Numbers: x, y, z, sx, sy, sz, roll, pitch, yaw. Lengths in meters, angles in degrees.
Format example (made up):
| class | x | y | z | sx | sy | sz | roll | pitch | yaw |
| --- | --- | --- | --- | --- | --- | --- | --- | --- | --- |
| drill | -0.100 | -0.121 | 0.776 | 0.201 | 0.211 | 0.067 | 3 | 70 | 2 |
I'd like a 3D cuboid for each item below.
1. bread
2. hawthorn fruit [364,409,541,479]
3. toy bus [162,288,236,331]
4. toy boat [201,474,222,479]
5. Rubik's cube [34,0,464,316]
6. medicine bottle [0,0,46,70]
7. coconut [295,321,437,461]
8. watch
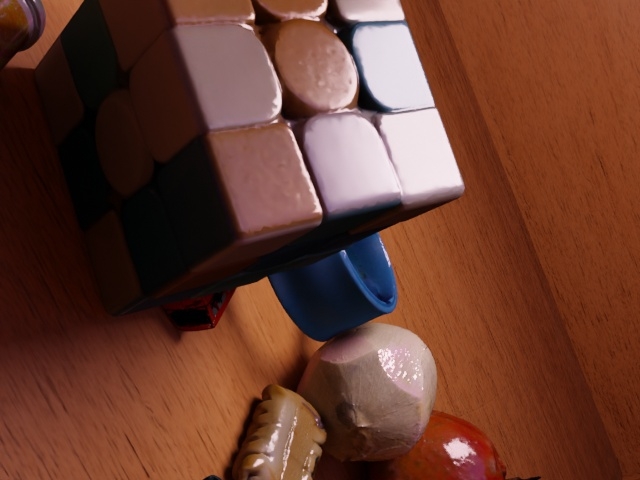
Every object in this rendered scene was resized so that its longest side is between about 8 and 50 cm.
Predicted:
| class | x | y | z | sx | sy | sz | roll | pitch | yaw |
| --- | --- | --- | --- | --- | --- | --- | --- | --- | --- |
| bread | -0.065 | 0.317 | 1.273 | 0.134 | 0.081 | 0.225 | 55 | 33 | -22 |
| hawthorn fruit | 0.237 | 0.418 | 1.548 | 0.254 | 0.301 | 0.254 | -10 | 90 | -75 |
| toy bus | -0.161 | 0.040 | 1.260 | 0.195 | 0.081 | 0.089 | -68 | 144 | -53 |
| toy boat | -0.158 | 0.386 | 1.034 | 0.246 | 0.093 | 0.103 | -76 | 148 | -46 |
| Rubik's cube | -0.097 | -0.137 | 1.059 | 0.344 | 0.347 | 0.346 | -12 | 80 | -37 |
| medicine bottle | -0.406 | -0.130 | 0.853 | 0.108 | 0.108 | 0.426 | 55 | 32 | -32 |
| coconut | 0.074 | 0.252 | 1.426 | 0.230 | 0.227 | 0.227 | -29 | 101 | -64 |
| watch | 0.000 | 0.000 | 1.375 | 0.305 | 0.242 | 0.274 | 35 | 36 | -51 |
